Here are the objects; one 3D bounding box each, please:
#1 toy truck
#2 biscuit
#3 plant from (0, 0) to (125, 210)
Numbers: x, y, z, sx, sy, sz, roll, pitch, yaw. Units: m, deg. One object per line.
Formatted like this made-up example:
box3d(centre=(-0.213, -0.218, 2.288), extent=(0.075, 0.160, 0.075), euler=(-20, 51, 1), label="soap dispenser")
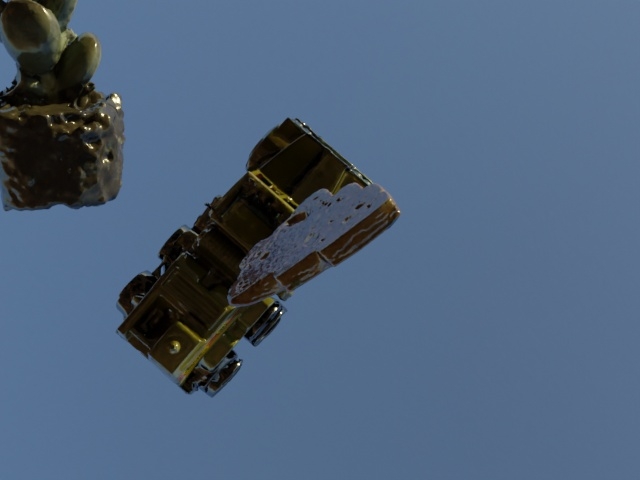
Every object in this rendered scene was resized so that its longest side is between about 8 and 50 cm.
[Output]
box3d(centre=(-0.070, 0.011, 1.201), extent=(0.127, 0.127, 0.257), euler=(41, -96, 8), label="toy truck")
box3d(centre=(0.000, 0.000, 0.821), extent=(0.130, 0.019, 0.119), euler=(-20, -156, 46), label="biscuit")
box3d(centre=(-0.283, -0.169, 1.394), extent=(0.146, 0.149, 0.275), euler=(-13, -77, -13), label="plant")
